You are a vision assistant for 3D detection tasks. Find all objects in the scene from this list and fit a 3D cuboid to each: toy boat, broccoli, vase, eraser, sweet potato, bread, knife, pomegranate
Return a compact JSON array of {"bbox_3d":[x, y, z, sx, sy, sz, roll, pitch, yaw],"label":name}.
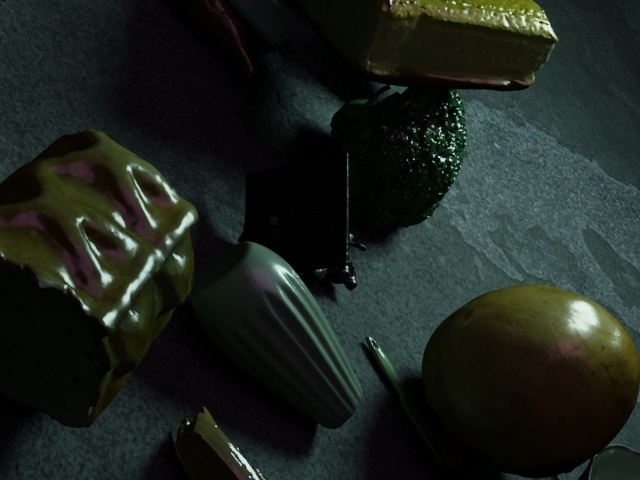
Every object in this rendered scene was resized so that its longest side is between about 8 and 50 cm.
[{"bbox_3d":[-0.083,0.269,1.205,0.206,0.064,0.072,56,16,9],"label":"toy boat"},{"bbox_3d":[0.120,-0.145,1.792,0.269,0.261,0.241,-34,55,-22],"label":"broccoli"},{"bbox_3d":[-0.043,0.121,1.366,0.248,0.128,0.128,51,29,-18],"label":"vase"},{"bbox_3d":[-0.146,-0.441,1.840,0.290,0.104,0.189,43,20,-11],"label":"eraser"},{"bbox_3d":[-0.197,-0.380,1.745,0.314,0.072,0.066,49,17,-6],"label":"sweet potato"},{"bbox_3d":[-0.242,0.035,1.114,0.196,0.239,0.252,12,39,7],"label":"bread"},{"bbox_3d":[0.117,0.220,1.566,0.207,0.014,0.030,57,27,10],"label":"knife"},{"bbox_3d":[0.289,0.186,1.557,0.307,0.307,0.307,33,34,-27],"label":"pomegranate"},{"bbox_3d":[0.139,-0.351,1.721,0.333,0.143,0.324,2,34,-27],"label":"bread"}]

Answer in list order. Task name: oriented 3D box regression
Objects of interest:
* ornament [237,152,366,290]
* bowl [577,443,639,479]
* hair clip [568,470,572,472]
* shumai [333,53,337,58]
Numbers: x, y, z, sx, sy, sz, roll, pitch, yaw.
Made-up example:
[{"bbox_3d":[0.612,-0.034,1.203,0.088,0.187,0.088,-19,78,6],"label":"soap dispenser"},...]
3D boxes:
[{"bbox_3d":[0.000,0.000,1.548,0.196,0.166,0.153,38,50,-57],"label":"ornament"},{"bbox_3d":[0.419,0.465,1.559,0.337,0.157,0.337,33,36,-28],"label":"bowl"},{"bbox_3d":[0.336,0.257,1.793,0.070,0.039,0.230,21,40,-38],"label":"hair clip"},{"bbox_3d":[0.137,-0.428,2.049,0.267,0.262,0.314,-28,117,-28],"label":"shumai"}]
